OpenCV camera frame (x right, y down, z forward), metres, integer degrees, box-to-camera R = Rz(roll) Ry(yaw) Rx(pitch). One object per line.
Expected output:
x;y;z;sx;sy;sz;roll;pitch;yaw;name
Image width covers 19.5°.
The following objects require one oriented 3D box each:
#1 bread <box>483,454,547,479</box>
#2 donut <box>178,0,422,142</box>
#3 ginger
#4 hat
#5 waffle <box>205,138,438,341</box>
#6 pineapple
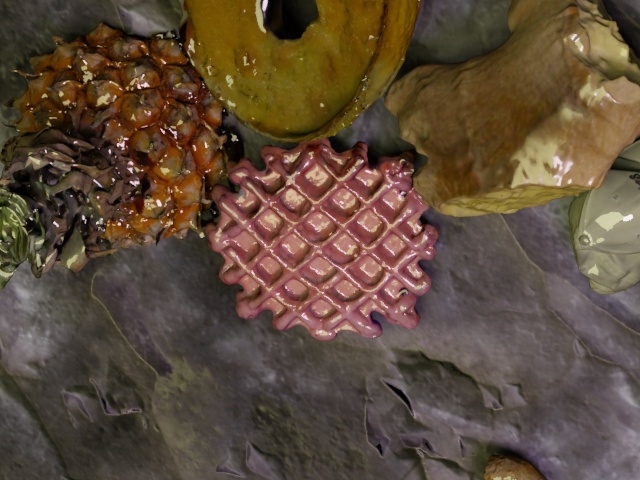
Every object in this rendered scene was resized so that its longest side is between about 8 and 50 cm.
0.201;0.271;1.897;0.082;0.060;0.113;18;119;15;bread
-0.014;-0.229;1.733;0.272;0.107;0.272;13;111;36;donut
0.183;-0.131;1.699;0.276;0.130;0.221;-1;94;32;ginger
0.299;-0.021;1.729;0.166;0.081;0.122;-29;101;20;hat
0.000;0.000;1.852;0.234;0.055;0.221;4;114;9;waffle
-0.244;-0.062;1.819;0.263;0.271;0.262;8;115;19;pineapple
